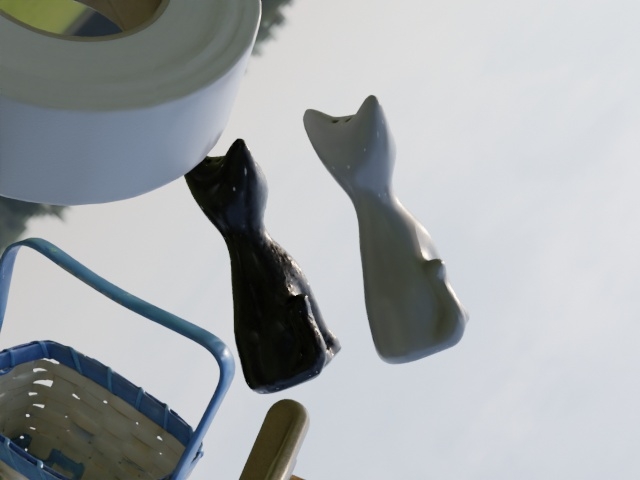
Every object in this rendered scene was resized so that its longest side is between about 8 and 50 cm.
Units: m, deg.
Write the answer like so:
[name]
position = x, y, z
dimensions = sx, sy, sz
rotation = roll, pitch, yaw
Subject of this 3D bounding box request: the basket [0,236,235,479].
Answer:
[basket]
position = -0.227, 0.170, 1.348
dimensions = 0.201, 0.254, 0.289
rotation = -21, 135, -64

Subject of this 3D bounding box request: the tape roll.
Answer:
[tape roll]
position = -0.191, -0.162, 1.017
dimensions = 0.286, 0.286, 0.100
rotation = -58, 175, -42

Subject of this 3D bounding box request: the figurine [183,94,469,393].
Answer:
[figurine]
position = 0.000, 0.000, 1.118
dimensions = 0.214, 0.210, 0.092
rotation = -16, -170, 34

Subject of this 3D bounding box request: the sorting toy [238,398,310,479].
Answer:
[sorting toy]
position = -0.052, 0.204, 0.693
dimensions = 0.208, 0.038, 0.193
rotation = -73, -175, -66
